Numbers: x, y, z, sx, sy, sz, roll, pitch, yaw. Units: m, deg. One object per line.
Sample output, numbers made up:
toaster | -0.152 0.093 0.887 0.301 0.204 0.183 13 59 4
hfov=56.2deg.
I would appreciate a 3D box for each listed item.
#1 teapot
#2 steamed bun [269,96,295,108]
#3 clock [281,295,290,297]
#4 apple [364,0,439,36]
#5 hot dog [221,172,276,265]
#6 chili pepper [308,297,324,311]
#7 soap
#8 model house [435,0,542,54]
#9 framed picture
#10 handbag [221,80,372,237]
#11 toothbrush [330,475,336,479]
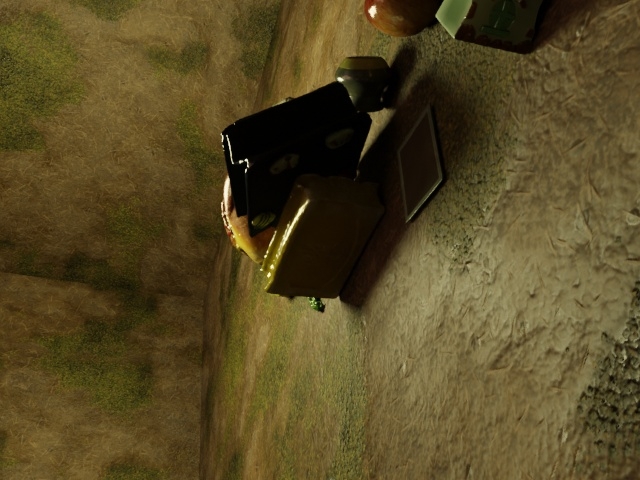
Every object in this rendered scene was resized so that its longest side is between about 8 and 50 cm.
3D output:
teapot | 0.103 -0.357 1.364 0.166 0.130 0.119 -44 -41 -60
steamed bun | -0.108 -0.358 2.011 0.218 0.144 0.211 -33 51 27
clock | -0.111 0.036 1.904 0.277 0.071 0.293 118 155 -46
apple | 0.164 -0.474 1.181 0.146 0.131 0.146 -56 18 29
hot dog | -0.163 -0.141 1.756 0.185 0.223 0.405 97 -166 -85
chili pepper | -0.014 0.164 1.584 0.034 0.030 0.091 -53 22 3
soap | 0.000 0.000 1.344 0.315 0.199 0.091 117 149 -41
model house | 0.248 -0.352 0.830 0.100 0.127 0.149 -104 24 -52
framed picture | 0.185 -0.143 1.123 0.142 0.011 0.183 122 152 -52
handbag | -0.048 -0.163 1.335 0.122 0.303 0.329 55 160 25
toothbrush | 0.043 0.549 1.195 0.194 0.014 0.017 -115 39 -63
